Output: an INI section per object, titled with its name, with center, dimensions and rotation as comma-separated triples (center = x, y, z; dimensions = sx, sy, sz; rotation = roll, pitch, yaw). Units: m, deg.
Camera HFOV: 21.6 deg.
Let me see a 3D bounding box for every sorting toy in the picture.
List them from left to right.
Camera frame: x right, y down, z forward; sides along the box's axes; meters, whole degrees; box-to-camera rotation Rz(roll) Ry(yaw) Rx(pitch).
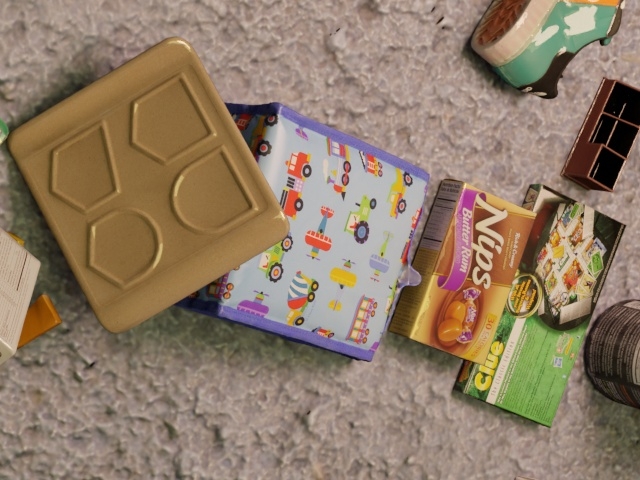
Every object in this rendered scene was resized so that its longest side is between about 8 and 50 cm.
[sorting toy]
center = -0.210, -0.030, 1.659
dimensions = 0.307, 0.041, 0.229
rotation = -30, 83, 6

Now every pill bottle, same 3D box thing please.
[pill bottle]
center = 0.427, 0.147, 1.942
dimensions = 0.130, 0.246, 0.130
rotation = -4, 98, -27

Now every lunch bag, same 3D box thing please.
[lunch bag]
center = 0.000, 0.000, 1.786
dimensions = 0.293, 0.138, 0.221
rotation = 20, 84, -37

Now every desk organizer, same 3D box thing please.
[desk organizer]
center = 0.339, -0.124, 1.975
dimensions = 0.047, 0.050, 0.130
rotation = 28, 83, -27

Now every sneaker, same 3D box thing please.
[sneaker]
center = 0.302, -0.296, 1.911
dimensions = 0.121, 0.108, 0.302
rotation = 40, 86, -26

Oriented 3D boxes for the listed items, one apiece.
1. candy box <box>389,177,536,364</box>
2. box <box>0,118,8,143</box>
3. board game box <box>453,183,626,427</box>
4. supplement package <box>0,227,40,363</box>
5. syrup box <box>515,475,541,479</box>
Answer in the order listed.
[candy box]
center = 0.162, 0.036, 1.903
dimensions = 0.109, 0.053, 0.186
rotation = 22, 87, -28
[box]
center = -0.394, -0.079, 1.612
dimensions = 0.179, 0.043, 0.105
rotation = -47, 114, -12
[board game box]
center = 0.258, 0.077, 1.971
dimensions = 0.136, 0.030, 0.259
rotation = 24, 85, -29
[supplement package]
center = -0.401, 0.046, 1.518
dimensions = 0.194, 0.149, 0.203
rotation = -35, 116, 22
[syrup box]
center = 0.259, 0.404, 1.972
dimensions = 0.093, 0.096, 0.237
rotation = 18, 89, -27
